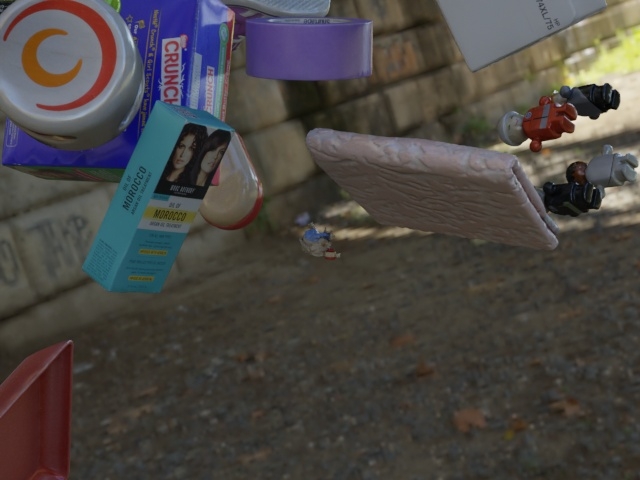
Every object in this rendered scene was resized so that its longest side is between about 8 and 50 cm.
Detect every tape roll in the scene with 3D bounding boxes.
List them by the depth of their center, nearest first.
[{"bbox_3d":[-0.017,-0.285,1.691,0.189,0.080,0.189,1,15,0],"label":"tape roll"}]

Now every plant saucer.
[{"bbox_3d":[-0.379,0.273,1.341,0.047,0.259,0.258,21,39,13],"label":"plant saucer"}]

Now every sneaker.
[{"bbox_3d":[-0.120,-0.416,2.119,0.282,0.102,0.161,9,-33,8],"label":"sneaker"}]

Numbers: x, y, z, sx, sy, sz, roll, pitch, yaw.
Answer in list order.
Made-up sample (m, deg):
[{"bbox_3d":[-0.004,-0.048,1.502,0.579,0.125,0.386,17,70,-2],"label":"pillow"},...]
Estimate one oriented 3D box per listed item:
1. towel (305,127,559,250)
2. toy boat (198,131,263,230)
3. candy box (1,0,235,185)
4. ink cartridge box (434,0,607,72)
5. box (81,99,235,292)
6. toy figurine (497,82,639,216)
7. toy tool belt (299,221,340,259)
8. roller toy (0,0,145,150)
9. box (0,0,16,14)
[{"bbox_3d":[0.181,-0.079,1.771,0.332,0.053,0.317,9,-16,28],"label":"towel"},{"bbox_3d":[-0.190,-0.119,2.449,0.151,0.231,0.151,-36,-37,16],"label":"toy boat"},{"bbox_3d":[-0.297,-0.224,1.693,0.317,0.268,0.122,3,-6,26],"label":"candy box"},{"bbox_3d":[0.232,-0.389,1.549,0.197,0.198,0.270,-25,25,9],"label":"ink cartridge box"},{"bbox_3d":[-0.207,-0.052,1.466,0.060,0.244,0.100,35,16,31],"label":"box"},{"bbox_3d":[0.419,-0.153,1.950,0.148,0.213,0.209,-7,18,48],"label":"toy figurine"},{"bbox_3d":[0.000,0.000,1.904,0.052,0.051,0.083,-2,11,-32],"label":"toy tool belt"},{"bbox_3d":[-0.329,-0.215,1.484,0.209,0.191,0.146,-26,-6,-5],"label":"roller toy"},{"bbox_3d":[-0.522,-0.322,1.978,0.190,0.184,0.045,-10,25,-40],"label":"box"}]
